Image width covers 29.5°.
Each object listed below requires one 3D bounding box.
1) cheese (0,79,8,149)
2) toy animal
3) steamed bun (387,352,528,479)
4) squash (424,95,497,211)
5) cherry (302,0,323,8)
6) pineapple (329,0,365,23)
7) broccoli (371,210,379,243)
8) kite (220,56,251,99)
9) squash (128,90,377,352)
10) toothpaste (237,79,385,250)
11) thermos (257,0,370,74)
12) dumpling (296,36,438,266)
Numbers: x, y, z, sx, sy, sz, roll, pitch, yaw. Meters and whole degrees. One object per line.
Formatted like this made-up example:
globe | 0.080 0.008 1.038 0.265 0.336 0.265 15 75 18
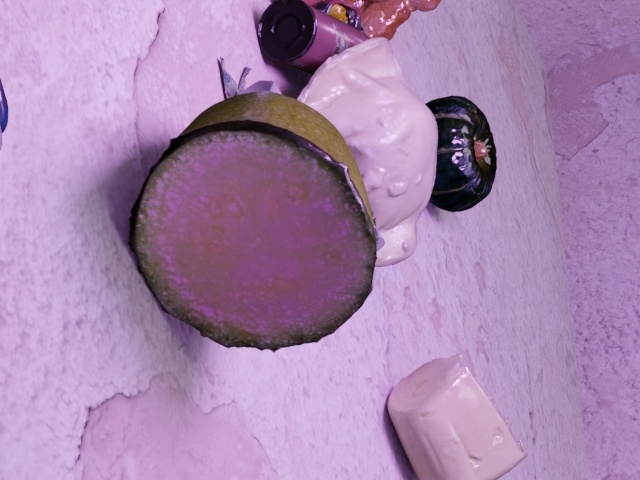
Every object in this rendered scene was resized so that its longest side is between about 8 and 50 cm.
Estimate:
cheese | -0.362 -0.132 1.117 0.329 0.129 0.217 -83 158 -81
toy animal | 0.172 -0.477 2.552 0.104 0.185 0.184 58 27 -37
steamed bun | 0.223 0.315 2.124 0.225 0.200 0.170 66 -17 -12
squash | 0.286 -0.189 2.641 0.252 0.165 0.252 44 38 -49
cherry | -0.042 -0.445 2.155 0.106 0.087 0.126 -85 168 -56
pineapple | 0.030 -0.495 2.329 0.140 0.250 0.164 41 -4 -8
broccoli | 0.000 0.000 1.854 0.156 0.195 0.195 46 -1 42
kite | -0.126 -0.230 1.902 0.157 0.011 0.139 -78 148 -48
squash | -0.056 -0.060 1.572 0.310 0.310 0.309 65 21 -19
toothpaste | -0.018 -0.087 1.937 0.080 0.125 0.371 30 -23 57
thermos | 0.013 -0.354 2.163 0.330 0.109 0.136 8 65 -63
dumpling | 0.056 -0.140 2.089 0.315 0.233 0.395 -17 106 -37
